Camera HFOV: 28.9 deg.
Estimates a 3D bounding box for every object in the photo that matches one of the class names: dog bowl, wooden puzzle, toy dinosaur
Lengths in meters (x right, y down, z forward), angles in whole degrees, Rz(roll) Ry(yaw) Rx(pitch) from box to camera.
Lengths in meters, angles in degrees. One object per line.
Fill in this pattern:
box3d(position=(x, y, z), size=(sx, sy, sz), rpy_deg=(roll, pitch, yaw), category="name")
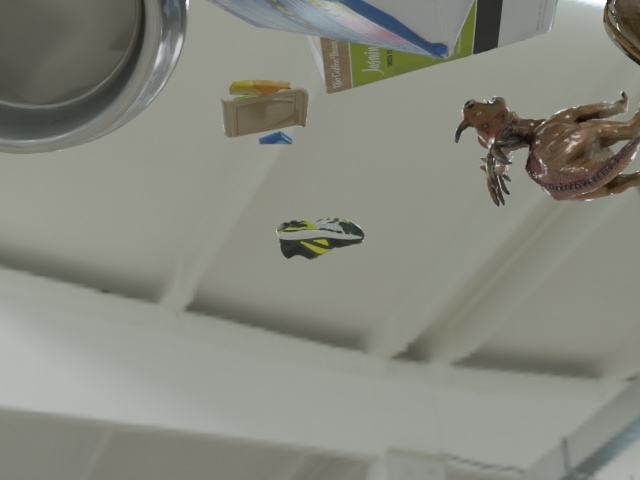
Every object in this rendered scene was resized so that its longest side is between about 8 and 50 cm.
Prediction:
box3d(position=(-0.320, -0.252, 1.337), size=(0.348, 0.102, 0.349), rpy_deg=(-1, -70, -1), category="dog bowl")
box3d(position=(-0.047, -0.110, 1.045), size=(0.078, 0.014, 0.116), rpy_deg=(-5, -21, -12), category="wooden puzzle")
box3d(position=(0.285, -0.097, 1.477), size=(0.200, 0.296, 0.127), rpy_deg=(-11, -74, -6), category="toy dinosaur")

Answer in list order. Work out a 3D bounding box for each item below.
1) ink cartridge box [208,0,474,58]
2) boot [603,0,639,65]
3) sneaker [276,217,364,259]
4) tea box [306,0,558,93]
box3d(position=(0.005, -0.342, 1.214), size=(0.151, 0.270, 0.395), rpy_deg=(24, -1, -36), category="ink cartridge box")
box3d(position=(0.391, -0.161, 1.150), size=(0.112, 0.305, 0.115), rpy_deg=(-52, -17, -3), category="boot")
box3d(position=(0.000, 0.000, 1.173), size=(0.083, 0.031, 0.035), rpy_deg=(2, -61, 3), category="sneaker")
box3d(position=(0.107, -0.415, 1.610), size=(0.323, 0.329, 0.220), rpy_deg=(-15, -26, -4), category="tea box")
